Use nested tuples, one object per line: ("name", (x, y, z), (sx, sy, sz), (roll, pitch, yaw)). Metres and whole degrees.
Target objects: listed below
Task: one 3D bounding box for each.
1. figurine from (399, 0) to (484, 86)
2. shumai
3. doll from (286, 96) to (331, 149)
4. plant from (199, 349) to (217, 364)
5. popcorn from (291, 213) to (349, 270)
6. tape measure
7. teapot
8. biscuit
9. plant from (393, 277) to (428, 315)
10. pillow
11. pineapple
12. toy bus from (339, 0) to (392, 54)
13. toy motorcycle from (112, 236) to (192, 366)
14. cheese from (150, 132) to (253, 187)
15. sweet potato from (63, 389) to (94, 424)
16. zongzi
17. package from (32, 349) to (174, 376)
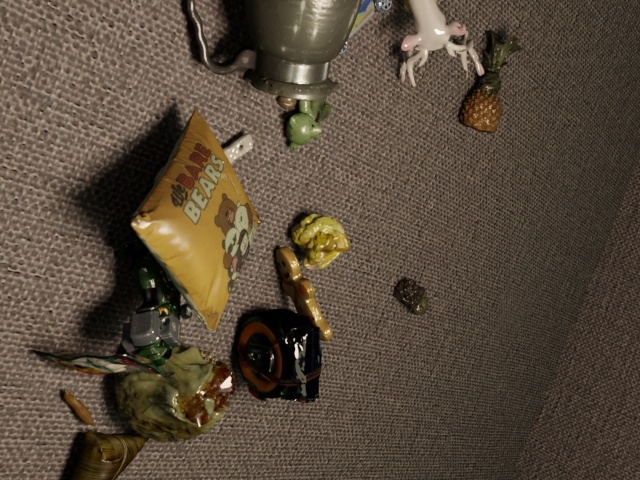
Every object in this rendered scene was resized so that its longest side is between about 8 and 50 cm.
("figurine", (0.279, -0.520, 2.001), (0.284, 0.206, 0.315), (8, 87, -75))
("shumai", (-0.285, 0.312, 1.717), (0.189, 0.218, 0.256), (-50, 117, -27))
("doll", (-0.018, -0.271, 1.899), (0.150, 0.078, 0.115), (-55, 153, -33))
("plant", (-0.255, 0.307, 1.871), (0.104, 0.122, 0.116), (-17, 128, -32))
("popcorn", (0.000, 0.000, 2.012), (0.126, 0.126, 0.145), (-23, 151, -11))
("tape measure", (-0.097, 0.259, 1.944), (0.135, 0.223, 0.202), (-7, 100, -47))
("teapot", (-0.077, -0.381, 1.605), (0.305, 0.223, 0.285), (-10, 121, -34))
("biscuit", (-0.049, 0.124, 1.991), (0.030, 0.153, 0.234), (-27, 102, -25))
("plant", (0.269, 0.168, 2.457), (0.085, 0.087, 0.174), (-29, 143, 8))
("pillow", (-0.220, -0.036, 1.597), (0.312, 0.119, 0.310), (62, 37, -40))
("pineapple", (0.475, -0.438, 2.365), (0.130, 0.119, 0.277), (10, 99, -33))
("toy bus", (0.042, -0.504, 1.824), (0.329, 0.109, 0.136), (-48, 129, -23))
("toy motorcycle", (-0.317, 0.094, 1.619), (0.187, 0.125, 0.274), (60, 19, -52))
("cheese", (-0.226, -0.144, 1.726), (0.251, 0.054, 0.127), (-40, 138, -31))
("sweet potato", (-0.479, 0.327, 1.686), (0.026, 0.026, 0.115), (-48, 133, -23))
("zongzi", (-0.445, 0.484, 1.770), (0.187, 0.084, 0.184), (-62, 153, 5))
("package", (-0.401, 0.228, 1.575), (0.166, 0.232, 0.040), (34, 62, -57))
